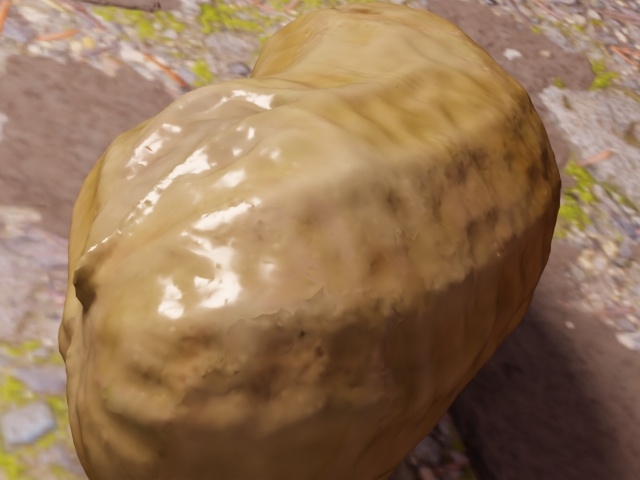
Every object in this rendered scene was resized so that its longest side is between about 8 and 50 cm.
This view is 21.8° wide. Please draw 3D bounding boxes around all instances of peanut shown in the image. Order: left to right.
[{"bbox_3d":[0.005,0.003,0.693,0.174,0.158,0.340,8,24,27],"label":"peanut"}]
